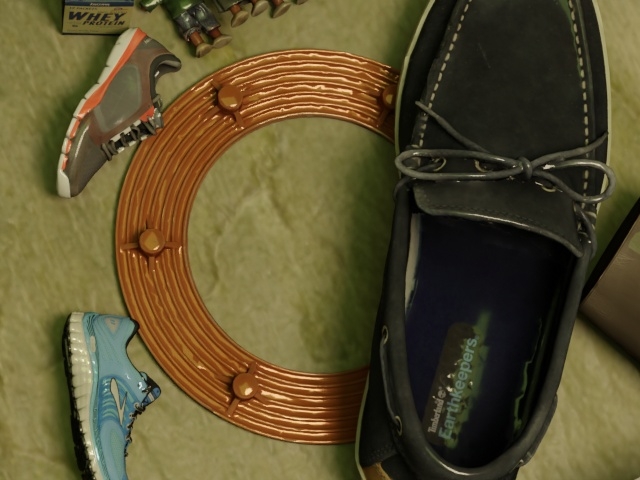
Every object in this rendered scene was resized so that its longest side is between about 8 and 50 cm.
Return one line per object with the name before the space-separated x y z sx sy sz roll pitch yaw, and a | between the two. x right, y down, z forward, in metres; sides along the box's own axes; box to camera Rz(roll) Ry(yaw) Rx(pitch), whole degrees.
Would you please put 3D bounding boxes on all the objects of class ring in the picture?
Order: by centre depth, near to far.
ring | 0.000 0.000 1.514 0.336 0.032 0.336 2 78 -9

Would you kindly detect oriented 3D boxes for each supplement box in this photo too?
supplement box | -0.183 -0.220 1.502 0.056 0.083 0.083 0 77 -10

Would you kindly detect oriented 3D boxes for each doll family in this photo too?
doll family | -0.062 -0.244 1.539 0.193 0.076 0.111 -29 80 -19

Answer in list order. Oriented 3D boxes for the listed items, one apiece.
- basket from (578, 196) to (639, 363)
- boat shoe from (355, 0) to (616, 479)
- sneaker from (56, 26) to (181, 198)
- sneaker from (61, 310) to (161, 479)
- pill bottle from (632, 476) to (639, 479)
basket | 0.336 0.062 1.499 0.227 0.154 0.204 31 103 4
boat shoe | 0.139 -0.021 1.449 0.187 0.156 0.500 14 75 -5
sneaker | -0.161 -0.098 1.490 0.065 0.061 0.158 26 75 0
sneaker | -0.158 0.132 1.442 0.073 0.063 0.162 -5 79 -14
pill bottle | 0.344 0.370 1.369 0.229 0.229 0.407 -15 66 -13
